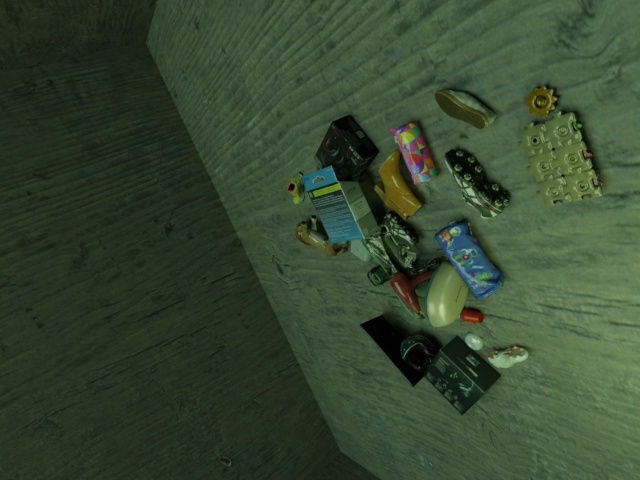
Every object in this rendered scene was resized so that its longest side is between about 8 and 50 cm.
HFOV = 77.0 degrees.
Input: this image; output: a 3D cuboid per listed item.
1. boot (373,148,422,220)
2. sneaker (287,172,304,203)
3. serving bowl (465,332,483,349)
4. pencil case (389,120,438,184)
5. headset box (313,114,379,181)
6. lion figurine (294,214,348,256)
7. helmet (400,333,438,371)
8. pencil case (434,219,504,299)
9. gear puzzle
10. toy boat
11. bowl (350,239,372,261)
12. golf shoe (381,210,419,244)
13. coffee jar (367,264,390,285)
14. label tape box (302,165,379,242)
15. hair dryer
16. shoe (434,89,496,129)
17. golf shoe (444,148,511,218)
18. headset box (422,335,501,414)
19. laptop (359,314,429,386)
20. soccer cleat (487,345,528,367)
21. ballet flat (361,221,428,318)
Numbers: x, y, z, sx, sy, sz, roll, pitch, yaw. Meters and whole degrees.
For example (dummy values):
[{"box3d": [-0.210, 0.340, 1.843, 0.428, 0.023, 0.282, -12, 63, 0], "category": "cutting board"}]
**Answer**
[{"box3d": [0.328, -0.213, 1.606, 0.211, 0.104, 0.295, 44, 159, 16], "category": "boot"}, {"box3d": [-0.149, -0.287, 2.292, 0.081, 0.094, 0.208, 39, 145, 31], "category": "sneaker"}, {"box3d": [0.656, 0.439, 1.734, 0.083, 0.027, 0.083, 38, 144, 36], "category": "serving bowl"}, {"box3d": [0.346, -0.321, 1.487, 0.104, 0.105, 0.236, -18, 101, 60], "category": "pencil case"}, {"box3d": [0.103, -0.374, 1.804, 0.218, 0.110, 0.293, 54, 150, 10], "category": "headset box"}, {"box3d": [0.000, 0.000, 2.269, 0.392, 0.142, 0.240, 41, 153, 24], "category": "lion figurine"}, {"box3d": [0.473, 0.534, 1.957, 0.162, 0.169, 0.169, 35, 143, 20], "category": "helmet"}, {"box3d": [0.552, 0.065, 1.482, 0.133, 0.119, 0.305, -35, 83, 22], "category": "pencil case"}, {"box3d": [0.652, -0.266, 1.122, 0.176, 0.044, 0.338, -14, 101, 61], "category": "gear puzzle"}, {"box3d": [0.516, 0.244, 1.608, 0.318, 0.267, 0.148, 40, 159, -32], "category": "toy boat"}, {"box3d": [0.206, 0.037, 2.063, 0.142, 0.053, 0.141, 37, 144, 33], "category": "bowl"}, {"box3d": [0.343, -0.038, 1.740, 0.198, 0.077, 0.093, 53, 126, 32], "category": "golf shoe"}, {"box3d": [0.307, 0.162, 1.984, 0.096, 0.079, 0.184, 54, 150, 3], "category": "coffee jar"}, {"box3d": [0.084, -0.169, 1.811, 0.249, 0.115, 0.347, -8, 110, 56], "category": "label tape box"}, {"box3d": [0.400, 0.165, 1.671, 0.224, 0.080, 0.292, 12, 101, 25], "category": "hair dryer"}, {"box3d": [0.456, -0.423, 1.278, 0.219, 0.058, 0.076, 46, 168, 31], "category": "shoe"}, {"box3d": [0.503, -0.186, 1.360, 0.272, 0.105, 0.120, 54, 157, 14], "category": "golf shoe"}, {"box3d": [0.629, 0.604, 1.814, 0.246, 0.131, 0.282, 43, 146, 29], "category": "headset box"}, {"box3d": [0.363, 0.624, 2.157, 0.382, 0.408, 0.236, 47, 114, 22], "category": "laptop"}, {"box3d": [0.748, 0.463, 1.585, 0.076, 0.068, 0.196, 44, 151, -1], "category": "soccer cleat"}, {"box3d": [0.369, 0.121, 1.802, 0.182, 0.164, 0.482, -42, 76, 40], "category": "ballet flat"}]
